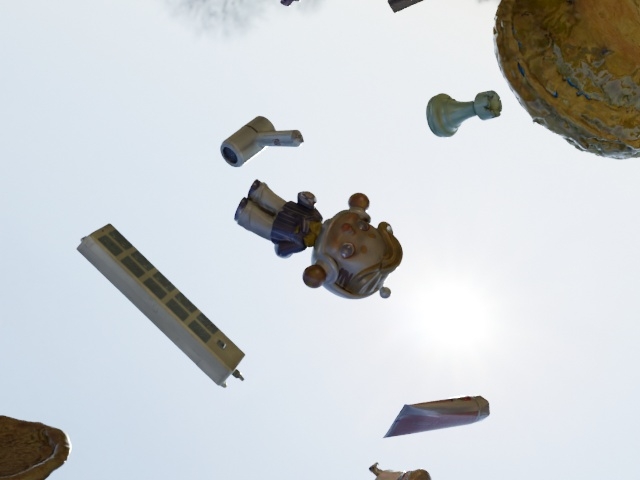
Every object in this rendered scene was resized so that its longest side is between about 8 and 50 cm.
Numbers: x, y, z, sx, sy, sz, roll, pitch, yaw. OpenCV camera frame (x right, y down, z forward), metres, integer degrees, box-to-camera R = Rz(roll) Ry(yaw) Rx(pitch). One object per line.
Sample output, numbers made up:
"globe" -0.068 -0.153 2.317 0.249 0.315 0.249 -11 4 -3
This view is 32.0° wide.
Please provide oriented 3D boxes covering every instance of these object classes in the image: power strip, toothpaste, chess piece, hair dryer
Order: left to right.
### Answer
"power strip" -0.263 0.112 1.898 0.367 0.043 0.106 44 -165 -2
"hair dryer" -0.076 -0.144 1.626 0.137 0.047 0.082 5 -143 45
"toothpaste" 0.171 0.252 1.610 0.194 0.067 0.043 1 -142 -44
"chess piece" 0.212 -0.190 1.629 0.103 0.067 0.067 -8 175 41

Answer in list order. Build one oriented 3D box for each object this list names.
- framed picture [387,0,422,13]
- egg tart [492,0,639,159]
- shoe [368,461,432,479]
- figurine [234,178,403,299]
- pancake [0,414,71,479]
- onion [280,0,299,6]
"framed picture" 0.288 -0.602 2.015 0.028 0.326 0.446 52 -148 -34
"egg tart" 0.471 -0.315 1.863 0.387 0.169 0.388 15 -124 -22
"shoe" 0.116 0.419 1.697 0.092 0.180 0.089 14 -147 34
"figurine" -0.007 0.006 1.799 0.274 0.133 0.194 9 -126 -5
"pancake" -0.475 0.315 1.645 0.211 0.029 0.235 -5 -162 -20
"onion" -0.013 -0.500 1.650 0.341 0.341 0.341 19 -163 -6
